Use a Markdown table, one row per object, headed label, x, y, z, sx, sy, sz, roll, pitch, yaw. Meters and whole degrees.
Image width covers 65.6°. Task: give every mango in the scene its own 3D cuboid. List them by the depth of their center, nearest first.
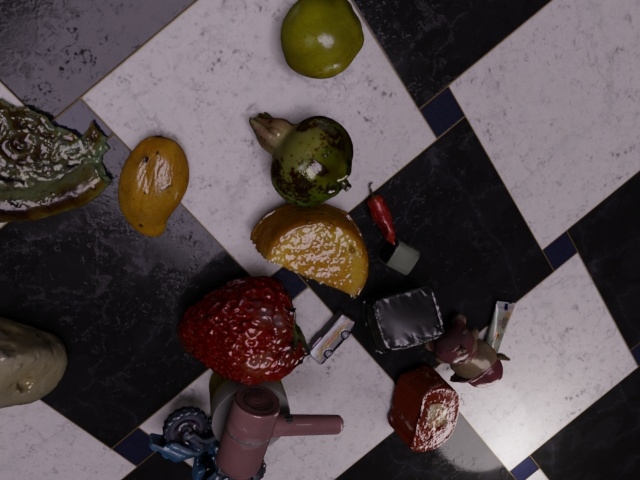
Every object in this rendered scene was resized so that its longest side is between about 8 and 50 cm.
| label | x | y | z | sx | sy | sz | roll | pitch | yaw |
| --- | --- | --- | --- | --- | --- | --- | --- | --- | --- |
| mango | -0.407 | -0.126 | 1.209 | 0.157 | 0.109 | 0.262 | 9 | 108 | -23 |

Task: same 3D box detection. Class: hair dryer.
| label | x | y | z | sx | sy | sz | roll | pitch | yaw |
| --- | --- | --- | --- | --- | --- | --- | --- | --- | --- |
| hair dryer | -0.089 | 0.519 | 1.339 | 0.352 | 0.125 | 0.210 | 10 | 107 | -26 |

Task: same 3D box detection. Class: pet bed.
| label | x | y | z | sx | sy | sz | roll | pitch | yaw |
| --- | --- | --- | --- | --- | --- | --- | --- | --- | --- |
| pet bed | 0.246 | 0.237 | 1.511 | 0.210 | 0.159 | 0.183 | -16 | 87 | -11 |

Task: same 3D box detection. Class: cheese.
| label | x | y | z | sx | sy | sz | roll | pitch | yaw |
| --- | --- | --- | --- | --- | --- | --- | --- | --- | --- |
| cheese | -0.775 | 0.295 | 1.246 | 0.174 | 0.251 | 0.248 | -62 | 149 | -3 |

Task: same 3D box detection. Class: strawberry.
| label | x | y | z | sx | sy | sz | roll | pitch | yaw |
| --- | --- | --- | --- | --- | --- | --- | --- | --- | --- |
| strawberry | -0.200 | 0.247 | 1.313 | 0.309 | 0.291 | 0.292 | -21 | 114 | -23 |

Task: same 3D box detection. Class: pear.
| label | x | y | z | sx | sy | sz | roll | pitch | yaw |
| --- | --- | --- | --- | --- | --- | --- | --- | --- | --- |
| pear | 0.002 | -0.476 | 1.157 | 0.198 | 0.198 | 0.198 | -5 | 111 | -14 |

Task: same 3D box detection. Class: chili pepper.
| label | x | y | z | sx | sy | sz | roll | pitch | yaw |
| --- | --- | --- | --- | --- | --- | --- | --- | --- | --- |
| chili pepper | 0.170 | -0.073 | 1.413 | 0.050 | 0.059 | 0.191 | -26 | 96 | -27 |

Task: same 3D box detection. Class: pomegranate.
| label | x | y | z | sx | sy | sz | roll | pitch | yaw |
| --- | --- | --- | --- | --- | --- | --- | --- | --- | --- |
| pomegranate | -0.046 | -0.217 | 1.223 | 0.276 | 0.204 | 0.222 | 45 | 74 | -27 |

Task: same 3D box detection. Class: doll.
| label | x | y | z | sx | sy | sz | roll | pitch | yaw |
| --- | --- | --- | --- | --- | --- | --- | --- | --- | --- |
| doll | 0.474 | 0.374 | 1.618 | 0.256 | 0.152 | 0.196 | 42 | 138 | -15 |

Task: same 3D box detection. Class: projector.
| label | x | y | z | sx | sy | sz | roll | pitch | yaw |
| --- | --- | --- | --- | --- | --- | --- | --- | --- | --- |
| projector | 0.230 | 0.042 | 1.463 | 0.082 | 0.083 | 0.083 | 27 | 100 | -23 |

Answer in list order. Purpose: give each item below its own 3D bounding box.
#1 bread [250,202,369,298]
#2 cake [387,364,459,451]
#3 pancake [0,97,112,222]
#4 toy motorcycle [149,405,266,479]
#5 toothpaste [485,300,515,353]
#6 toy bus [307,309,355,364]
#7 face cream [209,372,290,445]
| label | x | y | z | sx | sy | sz | roll | pitch | yaw |
| --- | --- | --- | --- | --- | --- | --- | --- | --- | --- |
| bread | 0.000 | 0.000 | 1.321 | 0.340 | 0.194 | 0.179 | 25 | 107 | -19 |
| cake | 0.347 | 0.559 | 1.654 | 0.176 | 0.151 | 0.283 | -2 | 110 | -28 |
| pancake | -0.704 | -0.181 | 1.130 | 0.426 | 0.067 | 0.305 | 20 | 101 | -20 |
| toy motorcycle | -0.344 | 0.664 | 1.479 | 0.232 | 0.172 | 0.416 | -41 | 124 | -6 |
| toothpaste | 0.588 | 0.356 | 1.699 | 0.056 | 0.058 | 0.315 | 19 | 103 | 24 |
| toy bus | 0.031 | 0.294 | 1.516 | 0.072 | 0.057 | 0.172 | 40 | 94 | -18 |
| face cream | -0.210 | 0.462 | 1.439 | 0.218 | 0.179 | 0.218 | -5 | 111 | -14 |
